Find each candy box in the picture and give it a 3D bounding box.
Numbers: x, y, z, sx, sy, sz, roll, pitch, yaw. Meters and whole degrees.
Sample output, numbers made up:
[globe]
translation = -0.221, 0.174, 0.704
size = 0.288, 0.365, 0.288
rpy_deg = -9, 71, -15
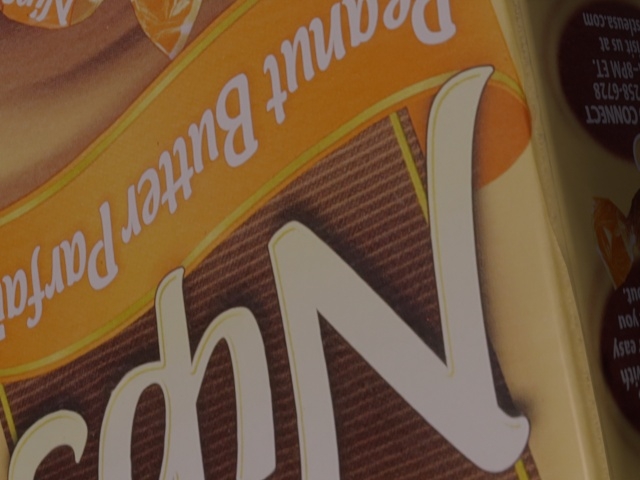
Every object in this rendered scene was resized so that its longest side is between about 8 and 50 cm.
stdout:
[candy box]
translation = 0.000, 0.000, 0.490
size = 0.183, 0.087, 0.316
rpy_deg = -15, 82, 37
